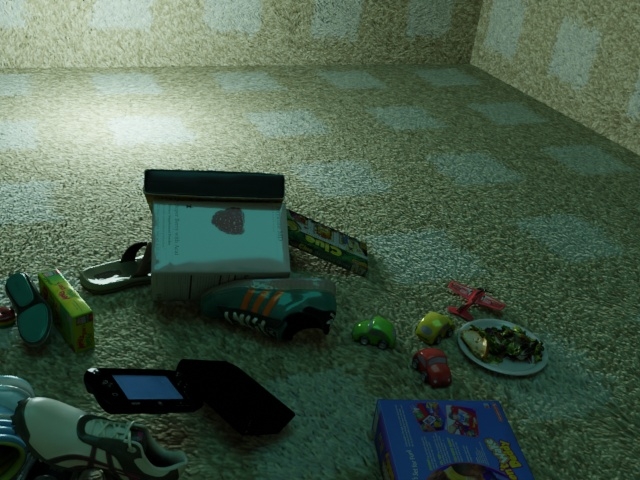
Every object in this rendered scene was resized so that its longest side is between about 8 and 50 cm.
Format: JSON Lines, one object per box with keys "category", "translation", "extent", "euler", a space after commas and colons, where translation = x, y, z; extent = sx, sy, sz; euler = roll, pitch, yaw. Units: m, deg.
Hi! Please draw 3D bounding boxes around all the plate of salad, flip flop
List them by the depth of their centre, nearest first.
{"category": "plate of salad", "translation": [0.403, 0.224, 1.593], "extent": [0.200, 0.048, 0.199], "euler": [5, 28, -3]}
{"category": "flip flop", "translation": [-0.427, 0.047, 1.694], "extent": [0.277, 0.080, 0.112], "euler": [-16, 36, -34]}

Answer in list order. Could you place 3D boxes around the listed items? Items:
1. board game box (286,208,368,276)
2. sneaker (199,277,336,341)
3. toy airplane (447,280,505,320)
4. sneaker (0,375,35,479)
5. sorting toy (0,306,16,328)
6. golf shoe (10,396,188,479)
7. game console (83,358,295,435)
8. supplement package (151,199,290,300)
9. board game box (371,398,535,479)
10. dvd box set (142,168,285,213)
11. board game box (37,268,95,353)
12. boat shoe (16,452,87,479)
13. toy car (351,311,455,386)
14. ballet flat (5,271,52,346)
{"category": "board game box", "translation": [0.000, 0.000, 1.837], "extent": [0.260, 0.030, 0.136], "euler": [23, 31, -12]}
{"category": "sneaker", "translation": [-0.117, 0.154, 1.542], "extent": [0.303, 0.108, 0.120], "euler": [-5, 62, 11]}
{"category": "toy airplane", "translation": [0.363, 0.149, 1.737], "extent": [0.151, 0.028, 0.151], "euler": [4, 29, -2]}
{"category": "sneaker", "translation": [-0.613, 0.317, 1.129], "extent": [0.319, 0.127, 0.208], "euler": [-6, 30, -21]}
{"category": "sorting toy", "translation": [-0.776, 0.131, 1.505], "extent": [0.275, 0.046, 0.132], "euler": [-1, 30, -14]}
{"category": "golf shoe", "translation": [-0.328, 0.300, 1.097], "extent": [0.273, 0.120, 0.105], "euler": [40, 24, -27]}
{"category": "game console", "translation": [-0.226, 0.265, 1.243], "extent": [0.213, 0.043, 0.361], "euler": [28, 10, 40]}
{"category": "supplement package", "translation": [-0.226, 0.026, 1.614], "extent": [0.293, 0.175, 0.177], "euler": [0, 64, -12]}
{"category": "board game box", "translation": [0.230, 0.408, 1.195], "extent": [0.234, 0.078, 0.347], "euler": [3, 29, -8]}
{"category": "dvd box set", "translation": [-0.260, -0.094, 1.757], "extent": [0.308, 0.062, 0.420], "euler": [1, -8, -9]}
{"category": "board game box", "translation": [-0.524, 0.143, 1.490], "extent": [0.043, 0.092, 0.181], "euler": [-18, 38, -36]}
{"category": "boat shoe", "translation": [-0.425, 0.383, 1.076], "extent": [0.116, 0.099, 0.319], "euler": [7, 29, 0]}
{"category": "toy car", "translation": [0.180, 0.207, 1.567], "extent": [0.225, 0.053, 0.239], "euler": [11, 29, 7]}
{"category": "ballet flat", "translation": [-0.588, 0.148, 1.488], "extent": [0.072, 0.068, 0.213], "euler": [-30, 51, -13]}
